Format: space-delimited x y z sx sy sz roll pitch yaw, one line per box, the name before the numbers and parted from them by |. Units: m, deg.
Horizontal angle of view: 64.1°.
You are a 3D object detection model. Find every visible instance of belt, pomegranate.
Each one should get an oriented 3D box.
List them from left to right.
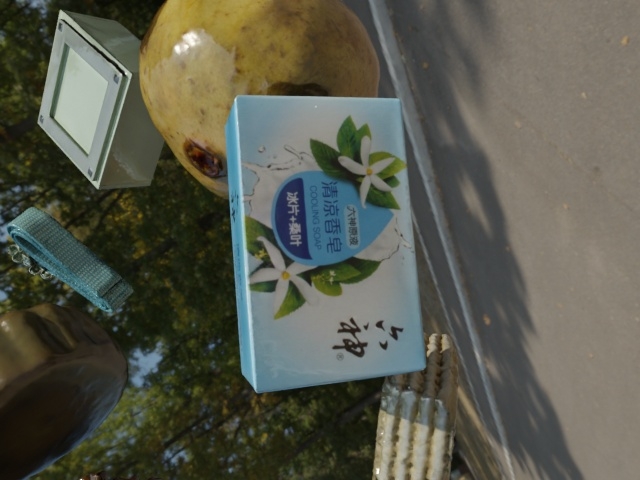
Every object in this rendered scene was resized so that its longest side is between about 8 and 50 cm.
belt | -0.345 0.036 0.706 0.179 0.065 0.100 41 142 -3
pomegranate | -0.070 -0.179 0.608 0.281 0.281 0.281 63 -178 -3

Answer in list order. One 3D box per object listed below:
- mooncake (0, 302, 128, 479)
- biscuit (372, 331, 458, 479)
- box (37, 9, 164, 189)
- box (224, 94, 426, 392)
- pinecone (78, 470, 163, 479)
mooncake | -0.465 0.236 0.815 0.161 0.290 0.290 37 171 22
biscuit | 0.100 0.321 0.592 0.144 0.078 0.427 -47 -38 -68
box | -0.386 -0.249 0.919 0.225 0.225 0.117 42 -150 24
box | 0.000 0.000 0.438 0.083 0.142 0.233 158 109 -73
pinecone | -0.370 0.578 0.852 0.398 0.397 0.398 63 -178 -3
